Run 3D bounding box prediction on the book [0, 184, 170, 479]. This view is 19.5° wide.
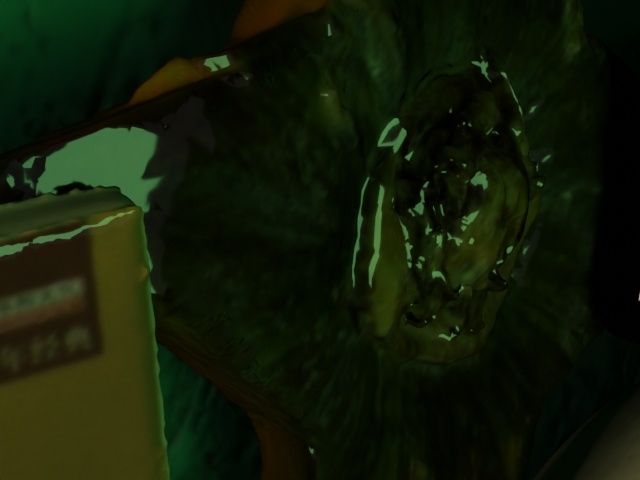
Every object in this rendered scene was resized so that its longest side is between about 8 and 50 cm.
[{"bbox_3d":[-0.163,0.182,0.518,0.269,0.032,0.388,-15,123,-21],"label":"book"}]

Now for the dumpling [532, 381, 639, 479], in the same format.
[{"bbox_3d":[0.189,0.149,0.665,0.212,0.270,0.320,35,82,-25],"label":"dumpling"}]

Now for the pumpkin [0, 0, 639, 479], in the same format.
[{"bbox_3d":[0.018,-0.002,0.624,0.258,0.095,0.290,-53,136,-27],"label":"pumpkin"}]

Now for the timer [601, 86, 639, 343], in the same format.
[{"bbox_3d":[0.177,-0.033,0.723,0.187,0.055,0.144,-5,105,-55],"label":"timer"}]
